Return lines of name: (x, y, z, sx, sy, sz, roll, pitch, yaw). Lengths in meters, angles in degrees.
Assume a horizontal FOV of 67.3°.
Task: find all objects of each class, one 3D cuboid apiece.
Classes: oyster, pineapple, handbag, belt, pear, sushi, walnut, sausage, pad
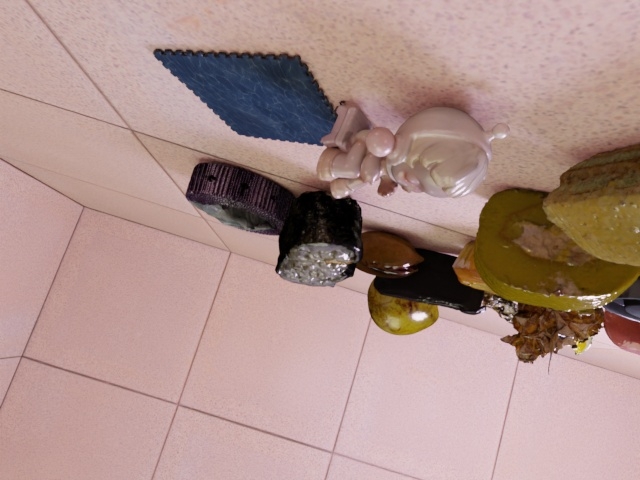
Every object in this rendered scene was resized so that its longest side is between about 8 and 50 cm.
oyster: (0.609, 0.214, 1.593, 0.214, 0.083, 0.223, 36, -173, -6)
pineapple: (0.600, 0.182, 1.218, 0.335, 0.161, 0.158, -24, -174, -23)
handbag: (0.330, 0.111, 1.385, 0.333, 0.191, 0.074, 11, 137, 33)
belt: (-0.211, -0.103, 1.316, 0.260, 0.122, 0.325, 0, 162, 44)
pear: (0.315, 0.229, 1.830, 0.284, 0.283, 0.283, 17, 169, 3)
sushi: (0.000, 0.000, 1.219, 0.211, 0.170, 0.350, 8, 155, -6)
walnut: (0.178, 0.040, 1.385, 0.246, 0.137, 0.137, 11, 168, 33)
sausage: (0.926, 0.262, 1.340, 0.255, 0.148, 0.148, 10, 168, 22)
pad: (-0.096, -0.226, 0.793, 0.269, 0.012, 0.270, 12, 169, 27)

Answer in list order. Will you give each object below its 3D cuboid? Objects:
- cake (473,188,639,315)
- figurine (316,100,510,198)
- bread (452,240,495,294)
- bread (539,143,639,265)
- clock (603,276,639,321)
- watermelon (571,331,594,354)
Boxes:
cake: (0.399, 0.024, 0.826, 0.261, 0.179, 0.156, 14, 170, 23)
figurine: (0.133, -0.120, 0.679, 0.257, 0.144, 0.181, 12, 148, 37)
bread: (0.478, 0.081, 1.172, 0.288, 0.119, 0.152, 11, 164, 32)
bread: (0.403, -0.043, 0.605, 0.138, 0.102, 0.196, 47, 163, -14)
clock: (0.842, 0.159, 1.118, 0.326, 0.067, 0.325, 17, 170, 3)
watermelon: (0.772, 0.245, 1.485, 0.123, 0.129, 0.301, 13, 153, 50)
